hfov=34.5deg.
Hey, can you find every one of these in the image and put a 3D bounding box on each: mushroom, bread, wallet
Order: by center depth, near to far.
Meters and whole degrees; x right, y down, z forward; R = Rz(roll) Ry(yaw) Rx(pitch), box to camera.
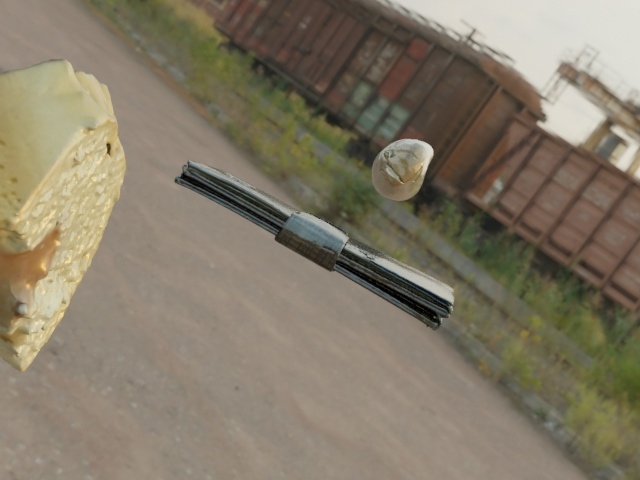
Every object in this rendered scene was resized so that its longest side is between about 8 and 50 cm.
[{"bbox_3d":[-0.265,-0.059,0.787,0.224,0.211,0.183,30,-22,4],"label":"bread"},{"bbox_3d":[0.000,-0.001,1.119,0.317,0.044,0.169,29,3,5],"label":"wallet"},{"bbox_3d":[0.127,-0.120,1.681,0.093,0.116,0.225,43,12,9],"label":"mushroom"}]
